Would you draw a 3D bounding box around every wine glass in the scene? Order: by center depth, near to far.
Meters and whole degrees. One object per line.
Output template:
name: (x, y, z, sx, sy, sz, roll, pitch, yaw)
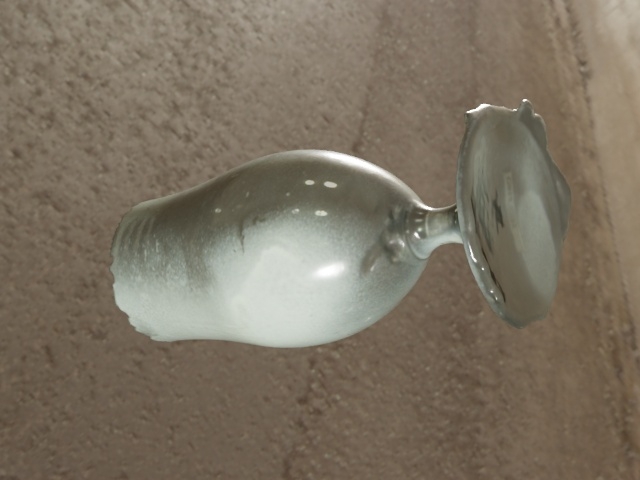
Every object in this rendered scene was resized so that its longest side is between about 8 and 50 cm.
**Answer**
wine glass: (0.000, 0.000, 0.458, 0.103, 0.222, 0.103, 16, 70, -52)
